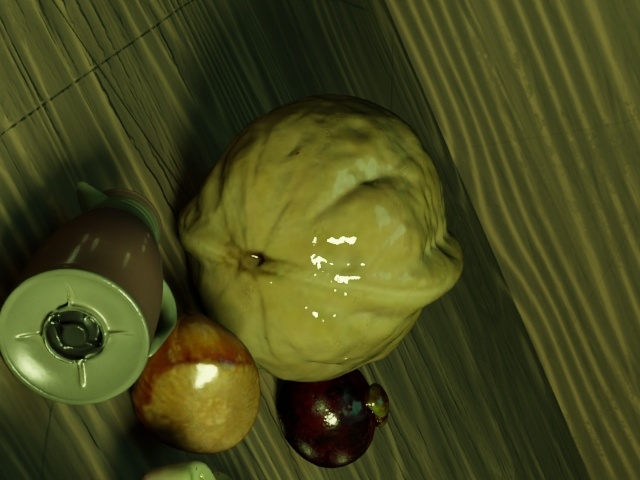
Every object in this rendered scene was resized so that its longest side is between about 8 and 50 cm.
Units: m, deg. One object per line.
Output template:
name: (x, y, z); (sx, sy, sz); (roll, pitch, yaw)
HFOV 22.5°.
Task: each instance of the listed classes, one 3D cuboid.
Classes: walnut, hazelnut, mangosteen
walnut: (0.000, 0.000, 1.986); (0.381, 0.381, 0.381); (53, 27, -43)
hazelnut: (-0.135, 0.152, 1.754); (0.150, 0.150, 0.150); (53, 27, -43)
mangosteen: (0.021, 0.222, 2.108); (0.152, 0.152, 0.152); (53, 27, -43)

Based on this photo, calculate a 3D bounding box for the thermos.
thermos: (-0.216, 0.048, 1.632); (0.176, 0.146, 0.265); (56, 17, -17)

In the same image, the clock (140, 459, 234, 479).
clock: (-0.100, 0.377, 1.653); (0.309, 0.114, 0.284); (56, 25, -58)
